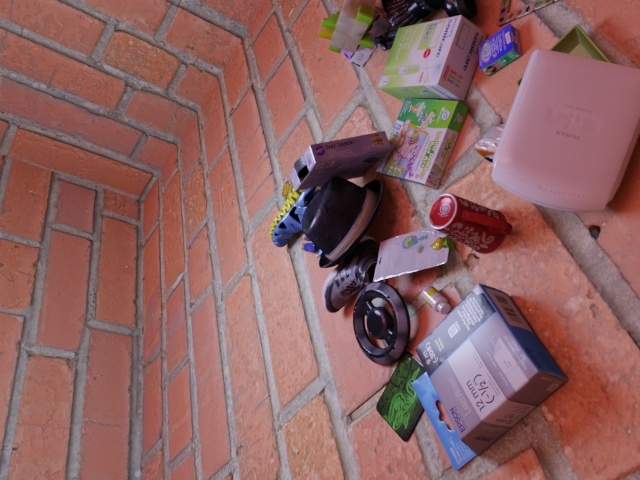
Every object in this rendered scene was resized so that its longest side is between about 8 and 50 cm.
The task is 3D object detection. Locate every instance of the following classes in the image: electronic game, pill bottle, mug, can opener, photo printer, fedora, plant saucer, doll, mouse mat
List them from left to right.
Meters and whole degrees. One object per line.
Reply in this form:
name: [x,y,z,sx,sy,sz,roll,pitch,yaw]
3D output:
doll: [0.000,0.000,1.991,0.189,0.046,0.129,1,75,56]
fedora: [0.047,-0.083,1.775,0.334,0.152,0.334,-50,16,20]
electronic game: [0.165,0.229,1.594,0.229,0.048,0.229,2,92,55]
can opener: [0.252,-0.699,1.973,0.186,0.059,0.073,10,82,58]
mouse mat: [0.221,0.400,1.492,0.152,0.007,0.189,38,106,56]
pill bottle: [0.297,0.154,1.473,0.043,0.043,0.083,-61,34,15]
mug: [0.360,-0.053,1.371,0.150,0.169,0.113,-33,48,44]
plant saucer: [0.572,-0.374,1.340,0.188,0.045,0.188,-45,40,34]
photo printer: [0.512,-0.219,1.194,0.256,0.107,0.307,21,92,20]

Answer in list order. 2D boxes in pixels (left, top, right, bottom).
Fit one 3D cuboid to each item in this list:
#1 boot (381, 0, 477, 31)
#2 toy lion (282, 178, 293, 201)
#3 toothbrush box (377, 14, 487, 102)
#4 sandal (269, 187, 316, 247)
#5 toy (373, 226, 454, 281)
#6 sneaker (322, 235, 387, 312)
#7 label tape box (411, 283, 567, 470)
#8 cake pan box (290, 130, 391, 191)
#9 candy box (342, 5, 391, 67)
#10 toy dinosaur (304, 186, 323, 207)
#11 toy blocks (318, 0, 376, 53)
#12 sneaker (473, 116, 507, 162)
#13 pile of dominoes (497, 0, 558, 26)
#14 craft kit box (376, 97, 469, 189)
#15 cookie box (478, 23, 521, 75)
boot: [0.327,-0.724,1.768,0.260,0.131,0.348,-28,39,27]
toy lion: [-0.128,-0.195,2.301,0.096,0.034,0.100,-31,50,54]
toothbrush box: [0.327,-0.531,1.718,0.283,0.122,0.206,21,92,56]
sandal: [-0.080,-0.080,2.089,0.126,0.138,0.317,-40,-13,-51]
toy: [0.260,0.041,1.570,0.237,0.056,0.137,-22,42,42]
sneaker: [0.104,0.124,1.717,0.268,0.101,0.153,-60,31,11]
label tape box: [0.328,0.307,1.281,0.347,0.115,0.249,-51,38,25]
cake pan box: [0.051,-0.241,1.789,0.246,0.267,0.070,133,120,-68]
candy box: [0.160,-0.767,2.134,0.196,0.070,0.165,-53,36,27]
toy dinosaur: [-0.050,-0.183,2.150,0.268,0.064,0.118,-38,59,39]
toy blocks: [0.129,-0.811,1.934,0.381,0.191,0.260,-174,101,-84]
sneaker: [0.484,-0.243,1.362,0.262,0.099,0.121,26,88,55]
pile of dominoes: [0.573,-0.700,1.516,0.251,0.040,0.196,-6,69,54]
craft kit box: [0.295,-0.292,1.703,0.247,0.061,0.249,25,95,55]
cookie box: [0.481,-0.512,1.551,0.107,0.040,0.091,-27,52,48]
